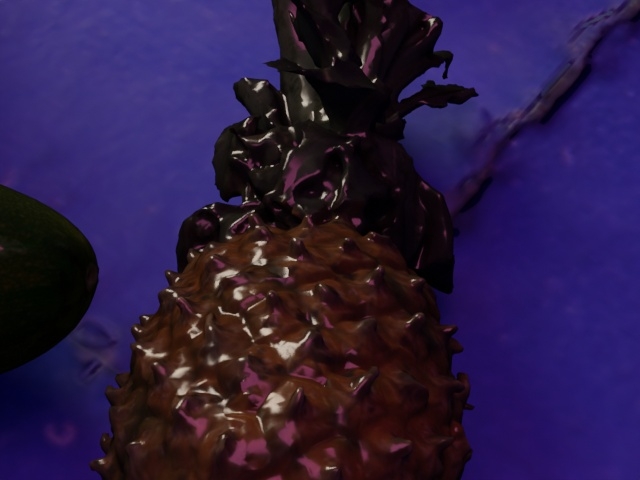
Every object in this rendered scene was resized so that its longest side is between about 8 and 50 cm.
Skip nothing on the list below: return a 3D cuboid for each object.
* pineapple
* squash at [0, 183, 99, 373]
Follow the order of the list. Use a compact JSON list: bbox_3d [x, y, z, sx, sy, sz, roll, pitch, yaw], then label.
[{"bbox_3d":[0.000,0.000,0.641,0.125,0.125,0.251,8,50,5],"label":"pineapple"},{"bbox_3d":[-0.214,-0.001,0.654,0.292,0.082,0.082,10,55,9],"label":"squash"}]
